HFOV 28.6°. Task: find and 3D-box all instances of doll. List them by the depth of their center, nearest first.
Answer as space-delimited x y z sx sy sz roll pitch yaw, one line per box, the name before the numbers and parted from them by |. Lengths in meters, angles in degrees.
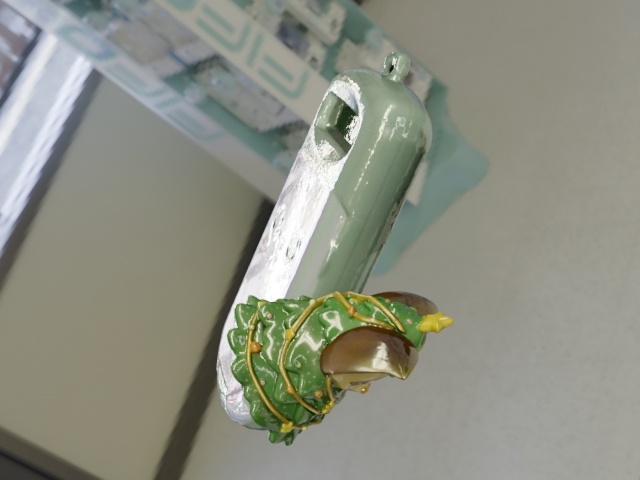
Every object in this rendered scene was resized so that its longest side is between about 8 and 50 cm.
doll | 0.005 0.044 0.628 0.113 0.076 0.078 -35 8 27

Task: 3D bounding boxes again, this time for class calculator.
calculator | 0.000 0.000 0.761 0.246 0.045 0.141 -65 16 13

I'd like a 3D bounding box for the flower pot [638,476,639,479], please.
flower pot | 0.323 0.214 0.927 0.251 0.179 0.084 -49 -21 -48
